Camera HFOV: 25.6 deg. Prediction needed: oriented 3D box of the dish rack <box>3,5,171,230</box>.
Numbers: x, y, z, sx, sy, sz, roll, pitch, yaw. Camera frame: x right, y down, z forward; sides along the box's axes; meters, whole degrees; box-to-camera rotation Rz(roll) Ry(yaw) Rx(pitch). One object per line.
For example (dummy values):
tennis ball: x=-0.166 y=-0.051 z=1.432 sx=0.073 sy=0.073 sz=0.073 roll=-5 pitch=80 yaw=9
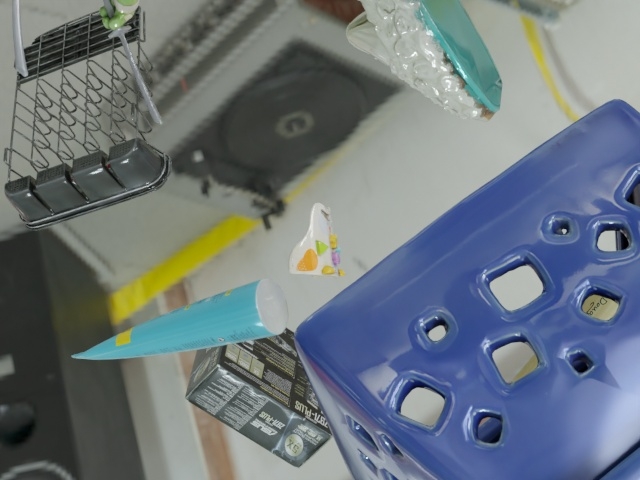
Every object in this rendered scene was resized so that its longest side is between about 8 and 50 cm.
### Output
dish rack: x=-0.291 y=-0.163 z=1.734 sx=0.208 sy=0.271 sz=0.074 roll=-16 pitch=145 yaw=17

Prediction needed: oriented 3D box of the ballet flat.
ballet flat: x=0.064 y=-0.303 z=1.619 sx=0.147 sy=0.147 sz=0.408 roll=-28 pitch=106 yaw=15

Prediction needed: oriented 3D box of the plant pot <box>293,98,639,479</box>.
plant pot: x=0.156 y=0.106 z=0.781 sx=0.236 sy=0.212 sz=0.236 roll=-36 pitch=142 yaw=-11

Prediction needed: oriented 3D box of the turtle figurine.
turtle figurine: x=-0.296 y=-0.297 z=1.569 sx=0.198 sy=0.266 sz=0.274 roll=-12 pitch=129 yaw=-39

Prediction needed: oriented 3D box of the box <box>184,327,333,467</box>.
box: x=-0.069 y=0.179 z=1.800 sx=0.180 sy=0.147 sz=0.077 roll=34 pitch=122 yaw=-17

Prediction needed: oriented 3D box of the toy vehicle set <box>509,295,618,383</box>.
toy vehicle set: x=0.310 y=0.079 z=1.358 sx=0.267 sy=0.035 sz=0.166 roll=-50 pitch=138 yaw=0

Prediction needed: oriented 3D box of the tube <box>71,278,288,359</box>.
tube: x=-0.129 y=0.084 z=1.314 sx=0.207 sy=0.052 sz=0.080 roll=-16 pitch=170 yaw=28

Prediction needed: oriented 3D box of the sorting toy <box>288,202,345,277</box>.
sorting toy: x=0.000 y=0.000 z=1.464 sx=0.045 sy=0.075 sz=0.083 roll=1 pitch=176 yaw=16
